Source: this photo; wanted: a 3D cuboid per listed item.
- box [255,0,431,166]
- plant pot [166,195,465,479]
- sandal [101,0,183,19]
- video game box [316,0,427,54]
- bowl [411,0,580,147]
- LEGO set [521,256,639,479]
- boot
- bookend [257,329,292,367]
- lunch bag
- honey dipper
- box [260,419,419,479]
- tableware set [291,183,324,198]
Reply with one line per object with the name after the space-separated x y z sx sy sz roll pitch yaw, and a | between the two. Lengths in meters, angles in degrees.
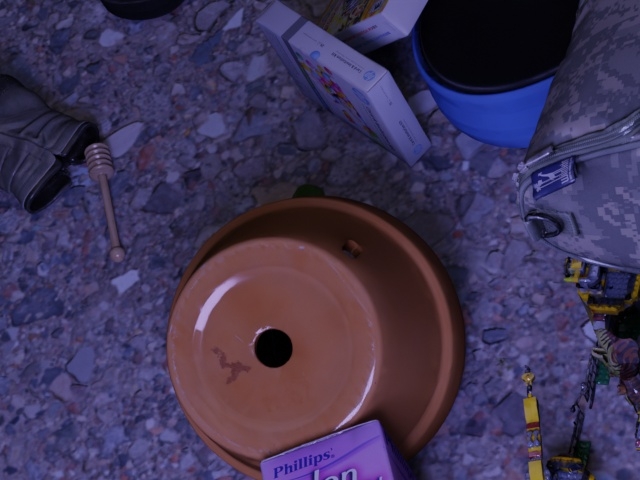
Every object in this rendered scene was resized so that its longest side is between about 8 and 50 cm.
0.025 -0.170 2.124 0.038 0.145 0.186 -48 53 -10 | box
-0.020 0.099 1.842 0.291 0.203 0.291 0 89 11 | plant pot
-0.176 -0.476 2.446 0.167 0.107 0.446 -1 57 22 | sandal
0.081 -0.297 2.189 0.205 0.048 0.187 -61 18 -22 | video game box
0.262 -0.275 2.056 0.391 0.077 0.391 -28 40 26 | bowl
0.301 0.117 1.775 0.255 0.192 0.331 11 62 29 | LEGO set
-0.383 -0.075 2.278 0.161 0.083 0.246 33 76 31 | boot
-0.043 0.083 2.024 0.157 0.072 0.156 -16 52 12 | bookend
0.323 -0.113 1.742 0.256 0.212 0.305 0 45 24 | lunch bag
-0.239 -0.041 2.225 0.030 0.030 0.161 -22 56 8 | honey dipper
0.056 0.322 1.725 0.117 0.213 0.243 -22 51 9 | box
0.000 0.000 2.096 0.104 0.024 0.154 -39 49 -14 | tableware set
